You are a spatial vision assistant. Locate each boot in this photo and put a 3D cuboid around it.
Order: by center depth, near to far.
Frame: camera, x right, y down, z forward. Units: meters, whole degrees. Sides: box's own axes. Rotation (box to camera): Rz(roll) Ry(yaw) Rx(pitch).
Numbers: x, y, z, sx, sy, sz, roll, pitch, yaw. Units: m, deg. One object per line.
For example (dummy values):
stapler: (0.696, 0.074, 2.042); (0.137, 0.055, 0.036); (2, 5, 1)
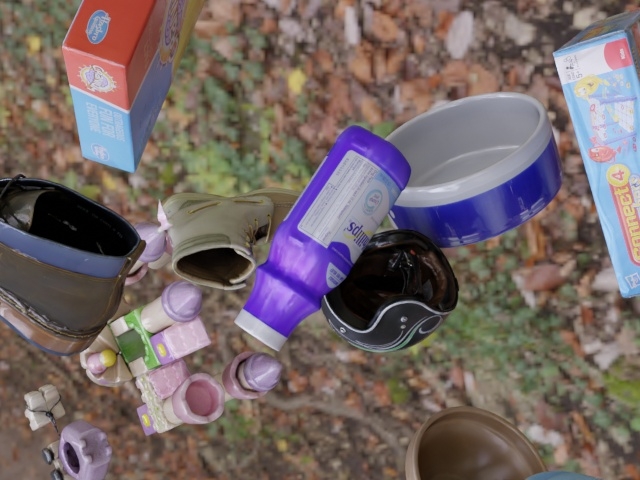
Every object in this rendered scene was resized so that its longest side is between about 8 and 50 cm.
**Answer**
boot: (-0.211, -0.023, 0.738); (0.106, 0.219, 0.082); (-43, 19, 41)
boot: (-0.091, -0.002, 1.493); (0.165, 0.213, 0.077); (-116, 29, -61)

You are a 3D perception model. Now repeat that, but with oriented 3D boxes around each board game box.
board game box: (-0.175, -0.263, 1.249); (0.242, 0.064, 0.316); (107, -178, -69)
board game box: (0.397, -0.122, 1.481); (0.086, 0.302, 0.308); (-14, 100, 24)

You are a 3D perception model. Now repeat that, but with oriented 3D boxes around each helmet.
helmet: (0.086, 0.074, 1.603); (0.161, 0.169, 0.169); (-30, 65, 33)

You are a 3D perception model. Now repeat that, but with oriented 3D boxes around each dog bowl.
dog bowl: (0.209, -0.104, 1.693); (0.265, 0.265, 0.104); (30, 148, 57)

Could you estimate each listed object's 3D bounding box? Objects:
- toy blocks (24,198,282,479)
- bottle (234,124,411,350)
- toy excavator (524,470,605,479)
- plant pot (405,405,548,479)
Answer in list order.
toy blocks: (-0.220, 0.123, 1.542); (0.260, 0.309, 0.289); (-29, 85, 53)
bottle: (0.000, 0.000, 1.436); (0.092, 0.118, 0.283); (31, 84, 24)
toy excavator: (0.343, 0.321, 1.002); (0.433, 0.222, 0.445); (58, 134, 37)
plant pot: (0.219, 0.376, 1.752); (0.110, 0.237, 0.237); (-56, 46, 45)
